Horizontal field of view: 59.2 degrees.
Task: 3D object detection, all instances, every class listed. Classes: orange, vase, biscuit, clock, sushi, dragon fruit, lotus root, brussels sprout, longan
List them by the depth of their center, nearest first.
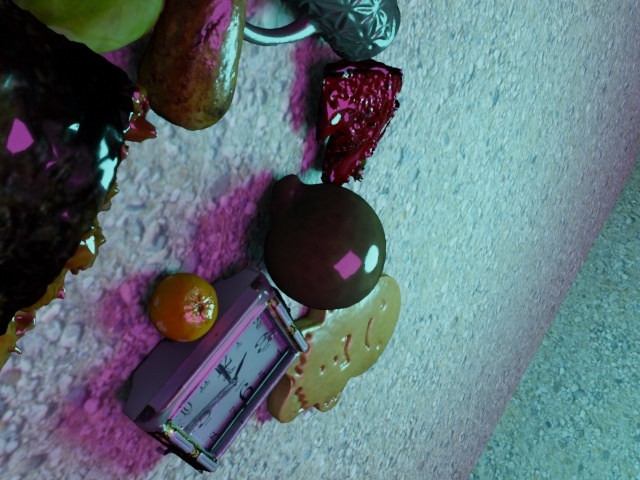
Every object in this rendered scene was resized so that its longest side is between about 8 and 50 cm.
[{"bbox_3d":[-0.281,-0.016,0.353,0.348,0.234,0.207,-45,149,8],"label":"sushi"},{"bbox_3d":[-0.187,-0.218,0.450,0.149,0.122,0.151,29,83,-52],"label":"brussels sprout"},{"bbox_3d":[-0.117,-0.195,0.537,0.094,0.108,0.190,-18,145,-43],"label":"lotus root"},{"bbox_3d":[-0.009,-0.316,0.627,0.251,0.156,0.301,-51,150,4],"label":"vase"},{"bbox_3d":[-0.165,0.081,0.678,0.083,0.070,0.083,0,90,-36],"label":"orange"},{"bbox_3d":[-0.135,0.178,0.767,0.253,0.083,0.186,-50,141,-23],"label":"clock"},{"bbox_3d":[0.000,0.000,0.788,0.185,0.159,0.204,-39,99,-42],"label":"longan"},{"bbox_3d":[0.049,-0.160,0.799,0.122,0.092,0.192,-21,132,-62],"label":"dragon fruit"},{"bbox_3d":[0.042,0.185,1.031,0.355,0.052,0.275,-20,124,-45],"label":"biscuit"}]
